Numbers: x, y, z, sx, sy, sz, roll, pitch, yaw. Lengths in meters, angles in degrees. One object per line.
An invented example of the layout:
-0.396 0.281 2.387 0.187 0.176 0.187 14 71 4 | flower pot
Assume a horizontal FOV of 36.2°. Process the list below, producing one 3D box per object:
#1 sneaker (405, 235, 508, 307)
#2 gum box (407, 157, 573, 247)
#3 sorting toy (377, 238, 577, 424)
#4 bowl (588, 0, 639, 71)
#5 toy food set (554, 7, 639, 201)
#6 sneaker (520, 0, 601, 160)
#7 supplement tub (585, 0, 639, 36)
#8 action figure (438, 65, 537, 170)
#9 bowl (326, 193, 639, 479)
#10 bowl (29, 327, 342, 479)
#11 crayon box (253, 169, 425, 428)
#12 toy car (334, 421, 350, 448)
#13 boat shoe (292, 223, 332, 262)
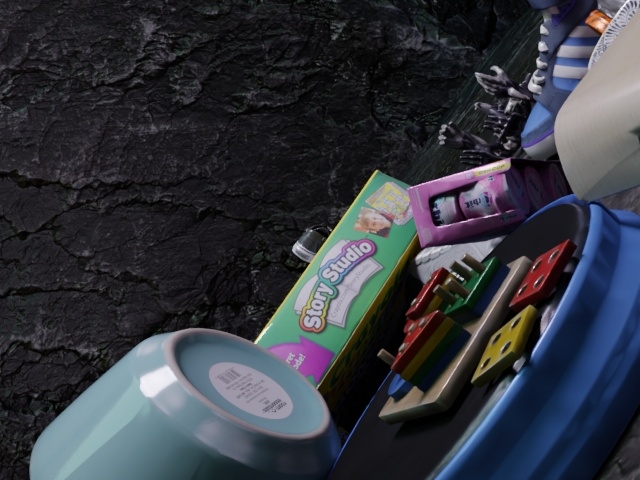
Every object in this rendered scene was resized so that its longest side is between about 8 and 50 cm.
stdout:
0.143 0.066 1.153 0.132 0.086 0.228 -58 6 -33 | sneaker
0.174 -0.038 0.977 0.107 0.062 0.188 -17 -6 30 | gum box
0.092 0.068 0.744 0.132 0.046 0.274 -54 3 -20 | sorting toy
0.360 -0.214 1.000 0.170 0.080 0.170 -53 8 11 | bowl
0.327 -0.159 0.716 0.306 0.092 0.220 -47 13 -32 | toy food set
0.304 -0.285 1.274 0.323 0.236 0.130 -51 3 33 | sneaker
0.398 -0.298 1.112 0.190 0.117 0.117 -52 3 17 | supplement tub
0.285 -0.200 1.608 0.275 0.141 0.164 -64 -1 -68 | action figure
0.123 0.125 0.785 0.391 0.077 0.391 -53 3 4 | bowl
-0.104 0.200 0.954 0.163 0.312 0.311 -62 0 16 | bowl
0.015 0.137 1.294 0.363 0.106 0.313 -55 -15 -31 | crayon box
0.014 0.269 1.207 0.122 0.040 0.060 -53 -8 -40 | toy car
0.000 0.000 1.293 0.040 0.049 0.142 -61 -6 11 | boat shoe
